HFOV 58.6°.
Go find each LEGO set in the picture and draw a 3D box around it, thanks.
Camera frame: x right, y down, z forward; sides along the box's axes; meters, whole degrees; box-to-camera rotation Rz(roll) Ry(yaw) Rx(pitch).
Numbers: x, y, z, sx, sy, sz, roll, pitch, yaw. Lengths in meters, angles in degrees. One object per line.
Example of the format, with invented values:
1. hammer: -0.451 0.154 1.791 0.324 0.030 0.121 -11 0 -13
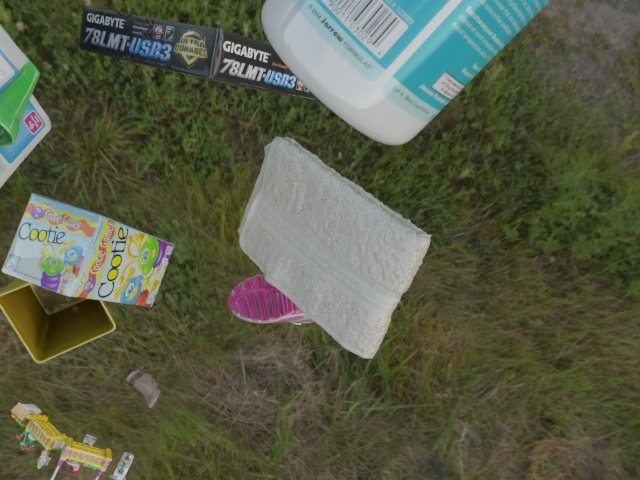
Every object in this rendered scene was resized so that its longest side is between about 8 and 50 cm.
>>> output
1. LEGO set: -0.542 0.448 1.180 0.287 0.132 0.107 25 85 0

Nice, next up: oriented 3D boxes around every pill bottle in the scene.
1. pill bottle: 0.093 -0.200 0.371 0.264 0.146 0.146 -44 81 23

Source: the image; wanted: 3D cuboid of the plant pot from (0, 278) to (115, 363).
1. plant pot: -0.691 0.155 1.510 0.212 0.187 0.212 -24 116 -14

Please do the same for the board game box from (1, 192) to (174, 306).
1. board game box: -0.413 0.030 1.057 0.144 0.275 0.142 17 83 13

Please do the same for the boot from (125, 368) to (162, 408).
1. boot: -0.411 0.341 1.320 0.087 0.118 0.042 39 86 -8

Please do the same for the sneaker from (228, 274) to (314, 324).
1. sneaker: -0.063 0.132 1.192 0.252 0.111 0.103 -1 66 -4

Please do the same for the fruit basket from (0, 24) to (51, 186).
1. fruit basket: -0.448 -0.130 0.546 0.166 0.327 0.353 -7 45 23

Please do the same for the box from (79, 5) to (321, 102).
1. box: -0.168 -0.288 0.908 0.296 0.293 0.073 20 106 31

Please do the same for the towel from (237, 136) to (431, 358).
1. towel: 0.000 0.000 0.755 0.282 0.187 0.049 38 29 31
